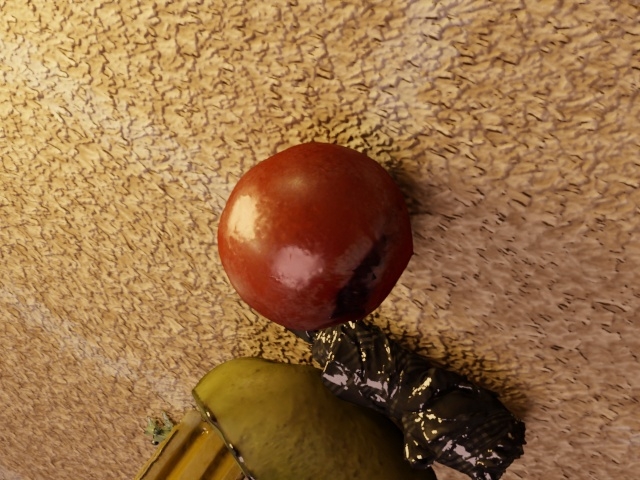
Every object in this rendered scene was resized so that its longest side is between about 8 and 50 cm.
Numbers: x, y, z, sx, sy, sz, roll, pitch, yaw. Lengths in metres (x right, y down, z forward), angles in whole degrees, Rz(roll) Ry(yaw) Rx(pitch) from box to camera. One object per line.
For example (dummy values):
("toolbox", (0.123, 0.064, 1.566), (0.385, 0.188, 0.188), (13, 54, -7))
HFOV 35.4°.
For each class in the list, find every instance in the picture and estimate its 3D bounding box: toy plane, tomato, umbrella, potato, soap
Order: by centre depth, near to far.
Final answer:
("tomato", (0.000, 0.000, 1.087), (0.184, 0.208, 0.208), (26, 136, 33))
("umbrella", (0.090, 0.184, 1.227), (0.337, 0.154, 0.128), (32, 95, 4))
("potato", (-0.015, 0.250, 1.307), (0.280, 0.213, 0.330), (57, 168, -13))
("soap", (-0.212, 0.383, 1.507), (0.135, 0.233, 0.076), (32, 143, 6))
("toy plane", (-0.248, 0.314, 1.614), (0.083, 0.033, 0.080), (21, 119, 15))
